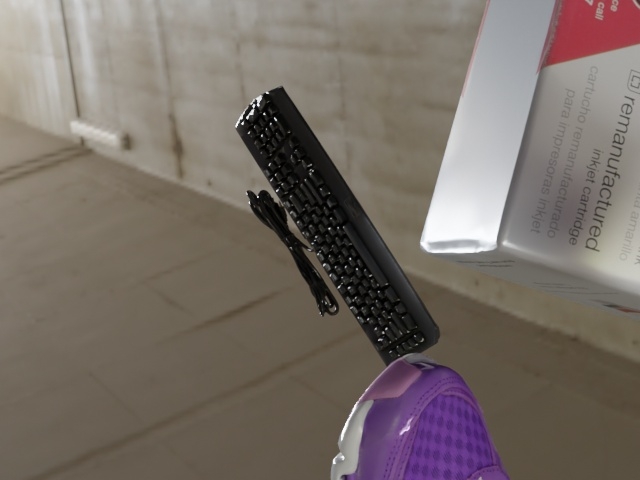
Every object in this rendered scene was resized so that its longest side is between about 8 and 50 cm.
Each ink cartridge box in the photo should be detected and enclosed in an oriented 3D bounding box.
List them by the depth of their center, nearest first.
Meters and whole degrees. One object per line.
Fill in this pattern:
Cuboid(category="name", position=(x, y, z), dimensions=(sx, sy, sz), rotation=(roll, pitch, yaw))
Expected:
Cuboid(category="ink cartridge box", position=(0.310, -0.070, 0.860), dimensions=(0.385, 0.279, 0.160), rotation=(17, 174, -14))

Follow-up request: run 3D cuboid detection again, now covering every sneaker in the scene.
Cuboid(category="sneaker", position=(0.084, 0.159, 0.506), dimensions=(0.095, 0.236, 0.104), rotation=(-34, -154, -34))

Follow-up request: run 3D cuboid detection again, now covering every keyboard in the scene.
Cuboid(category="keyboard", position=(0.000, 0.000, 1.183), dimensions=(0.033, 0.317, 0.201), rotation=(-28, 171, -26))
